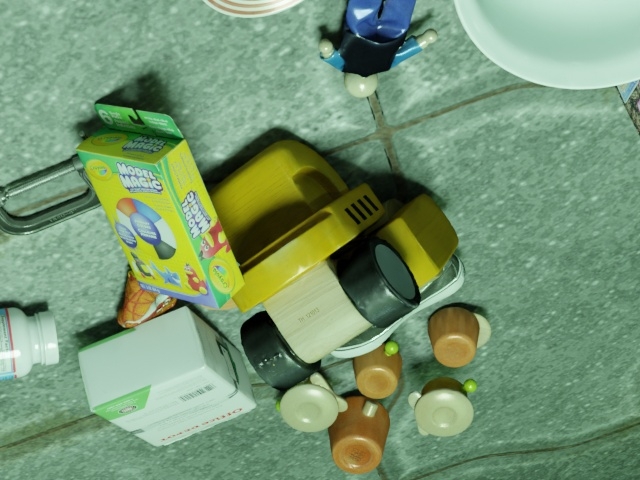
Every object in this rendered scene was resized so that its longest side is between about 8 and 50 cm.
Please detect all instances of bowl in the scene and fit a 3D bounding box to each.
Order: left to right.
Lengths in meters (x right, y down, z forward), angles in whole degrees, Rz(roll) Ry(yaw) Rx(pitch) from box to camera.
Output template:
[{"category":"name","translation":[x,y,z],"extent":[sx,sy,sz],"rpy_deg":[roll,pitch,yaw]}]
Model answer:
[{"category":"bowl","translation":[0.259,-0.298,1.334],"extent":[0.298,0.134,0.298],"rpy_deg":[-4,132,-4]}]

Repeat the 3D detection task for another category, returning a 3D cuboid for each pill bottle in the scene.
[{"category":"pill bottle","translation":[-0.402,0.128,1.715],"extent":[0.160,0.087,0.087],"rpy_deg":[-7,145,-16]}]

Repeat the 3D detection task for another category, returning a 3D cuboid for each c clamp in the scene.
[{"category":"c clamp","translation":[-0.299,-0.059,1.558],"extent":[0.161,0.022,0.137],"rpy_deg":[-25,151,9]}]

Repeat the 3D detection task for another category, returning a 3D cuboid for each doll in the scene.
[{"category":"doll","translation":[0.061,-0.215,1.470],"extent":[0.129,0.046,0.189],"rpy_deg":[-5,144,-17]}]

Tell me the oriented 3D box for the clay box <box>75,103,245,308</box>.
[{"category":"clay box","translation":[-0.173,-0.036,1.492],"extent":[0.053,0.127,0.222],"rpy_deg":[-46,131,-33]}]

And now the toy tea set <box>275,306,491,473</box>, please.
[{"category":"toy tea set","translation":[0.110,0.207,2.080],"extent":[0.336,0.124,0.200],"rpy_deg":[-26,116,17]}]

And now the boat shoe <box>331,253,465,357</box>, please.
[{"category":"boat shoe","translation":[0.086,0.075,1.882],"extent":[0.219,0.077,0.070],"rpy_deg":[-35,144,11]}]

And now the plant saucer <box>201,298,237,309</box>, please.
[{"category":"plant saucer","translation":[-0.119,0.066,1.823],"extent":[0.083,0.013,0.083],"rpy_deg":[-12,146,-9]}]

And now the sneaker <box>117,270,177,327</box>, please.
[{"category":"sneaker","translation":[-0.210,0.058,1.739],"extent":[0.064,0.067,0.175],"rpy_deg":[-29,173,-37]}]

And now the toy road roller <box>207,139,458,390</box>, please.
[{"category":"toy road roller","translation":[0.000,0.000,1.664],"extent":[0.202,0.240,0.329],"rpy_deg":[-34,-179,22]}]

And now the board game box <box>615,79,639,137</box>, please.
[{"category":"board game box","translation":[0.448,-0.181,1.477],"extent":[0.232,0.291,0.141],"rpy_deg":[-8,145,-16]}]

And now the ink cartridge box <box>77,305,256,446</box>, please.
[{"category":"ink cartridge box","translation":[-0.197,0.183,1.859],"extent":[0.160,0.092,0.219],"rpy_deg":[-22,156,7]}]

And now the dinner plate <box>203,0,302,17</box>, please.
[{"category":"dinner plate","translation":[-0.055,-0.270,1.364],"extent":[0.141,0.017,0.141],"rpy_deg":[-11,146,-8]}]
